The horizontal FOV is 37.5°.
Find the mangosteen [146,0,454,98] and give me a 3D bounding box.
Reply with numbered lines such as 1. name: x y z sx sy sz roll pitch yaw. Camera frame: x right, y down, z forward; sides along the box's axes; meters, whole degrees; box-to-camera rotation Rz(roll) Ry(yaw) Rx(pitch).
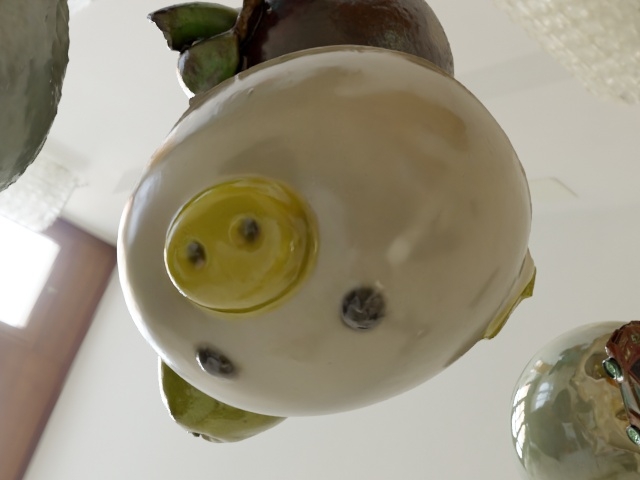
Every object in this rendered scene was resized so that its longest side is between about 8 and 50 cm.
1. mangosteen: -0.015 -0.200 1.115 0.306 0.359 0.306 -47 -167 14

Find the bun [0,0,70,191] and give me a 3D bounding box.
1. bun: -0.302 -0.118 0.530 0.194 0.354 0.354 102 5 -67

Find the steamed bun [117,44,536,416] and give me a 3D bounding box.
1. steamed bun: 0.002 -0.003 0.855 0.374 0.334 0.334 -23 -136 27

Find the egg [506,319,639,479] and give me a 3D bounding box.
1. egg: 0.400 0.266 1.330 0.336 0.278 0.278 99 4 -64

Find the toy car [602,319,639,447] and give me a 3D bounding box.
1. toy car: 0.289 0.128 0.824 0.059 0.122 0.035 -26 -166 -16

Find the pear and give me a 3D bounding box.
1. pear: -0.094 0.128 1.185 0.269 0.212 0.212 -60 -149 0
